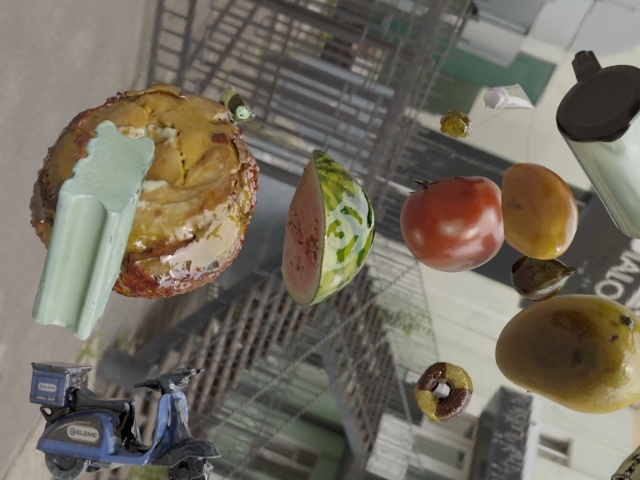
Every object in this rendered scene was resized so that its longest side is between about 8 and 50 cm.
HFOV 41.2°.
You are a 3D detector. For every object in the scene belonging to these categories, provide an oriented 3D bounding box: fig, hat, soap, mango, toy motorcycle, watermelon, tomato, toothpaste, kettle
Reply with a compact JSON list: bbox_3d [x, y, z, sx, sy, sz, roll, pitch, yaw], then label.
[{"bbox_3d":[0.499,0.075,1.891,0.154,0.109,0.103,-24,-168,43],"label":"fig"},{"bbox_3d":[-0.177,-0.271,1.742,0.059,0.076,0.077,-37,157,6],"label":"hat"},{"bbox_3d":[-0.221,-0.005,0.832,0.115,0.063,0.198,-76,-169,-45],"label":"soap"},{"bbox_3d":[0.626,0.286,2.139,0.445,0.220,0.302,-18,-94,54],"label":"mango"},{"bbox_3d":[0.434,-0.057,1.710,0.252,0.153,0.126,-97,164,-50],"label":"mango"},{"bbox_3d":[-0.333,0.310,1.459,0.125,0.358,0.213,16,78,-73],"label":"toy motorcycle"},{"bbox_3d":[0.027,0.003,1.437,0.304,0.128,0.159,105,-31,-46],"label":"watermelon"},{"bbox_3d":[0.315,-0.043,2.010,0.256,0.255,0.225,111,-31,-66],"label":"tomato"},{"bbox_3d":[0.451,-0.341,2.019,0.314,0.055,0.058,-18,119,-61],"label":"toothpaste"},{"bbox_3d":[0.723,-0.245,2.006,0.250,0.376,0.361,-26,-140,27],"label":"kettle"}]

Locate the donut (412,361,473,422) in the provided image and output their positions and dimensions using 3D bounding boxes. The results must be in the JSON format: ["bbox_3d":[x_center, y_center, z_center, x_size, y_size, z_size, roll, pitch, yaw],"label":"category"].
[{"bbox_3d":[0.276,0.341,1.932,0.059,0.140,0.141,49,61,-70],"label":"donut"}]

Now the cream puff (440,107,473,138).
[{"bbox_3d":[0.344,-0.292,2.129,0.083,0.083,0.058,-34,175,-28],"label":"cream puff"}]

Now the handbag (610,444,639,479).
[{"bbox_3d":[0.713,0.379,1.503,0.358,0.237,0.160,-41,180,-14],"label":"handbag"}]

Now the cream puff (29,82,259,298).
[{"bbox_3d":[-0.255,-0.055,1.256,0.229,0.350,0.351,105,6,-54],"label":"cream puff"}]
